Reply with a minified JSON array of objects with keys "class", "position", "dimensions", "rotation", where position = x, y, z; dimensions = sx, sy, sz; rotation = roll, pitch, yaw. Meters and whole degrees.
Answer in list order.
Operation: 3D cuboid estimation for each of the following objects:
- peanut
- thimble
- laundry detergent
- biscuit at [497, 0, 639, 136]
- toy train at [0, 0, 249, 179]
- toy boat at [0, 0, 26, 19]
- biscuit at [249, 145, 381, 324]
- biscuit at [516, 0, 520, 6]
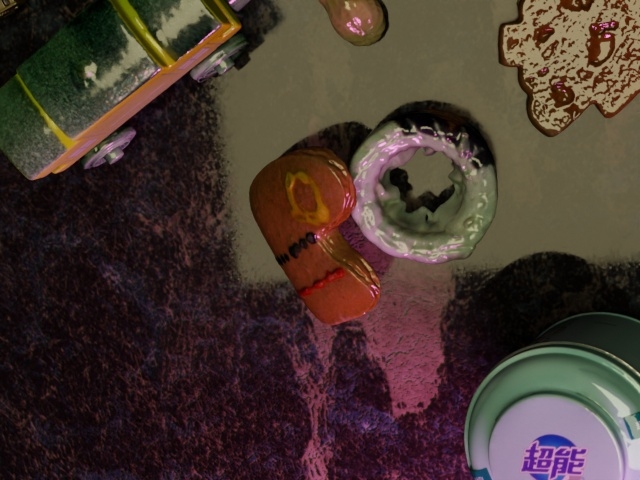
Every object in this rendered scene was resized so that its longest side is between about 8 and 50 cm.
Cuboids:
[{"class":"peanut","position":[0.027,-0.368,1.546],"dimensions":[0.082,0.082,0.187],"rotation":[-33,96,15]},{"class":"thimble","position":[0.156,-0.075,1.559],"dimensions":[0.237,0.150,0.237],"rotation":[2,103,7]},{"class":"laundry detergent","position":[0.368,0.265,1.484],"dimensions":[0.287,0.305,0.287],"rotation":[4,99,27]},{"class":"biscuit","position":[0.409,-0.283,1.521],"dimensions":[0.302,0.043,0.278],"rotation":[3,107,7]},{"class":"toy train","position":[-0.294,-0.250,1.529],"dimensions":[0.442,0.272,0.179],"rotation":[-36,92,15]},{"class":"toy boat","position":[-0.509,-0.386,1.644],"dimensions":[0.201,0.057,0.077],"rotation":[-27,102,13]},{"class":"biscuit","position":[-0.001,0.001,1.567],"dimensions":[0.052,0.262,0.277],"rotation":[-33,98,-30]},{"class":"biscuit","position":[0.316,-0.440,1.518],"dimensions":[0.144,0.016,0.203],"rotation":[-23,99,14]}]
